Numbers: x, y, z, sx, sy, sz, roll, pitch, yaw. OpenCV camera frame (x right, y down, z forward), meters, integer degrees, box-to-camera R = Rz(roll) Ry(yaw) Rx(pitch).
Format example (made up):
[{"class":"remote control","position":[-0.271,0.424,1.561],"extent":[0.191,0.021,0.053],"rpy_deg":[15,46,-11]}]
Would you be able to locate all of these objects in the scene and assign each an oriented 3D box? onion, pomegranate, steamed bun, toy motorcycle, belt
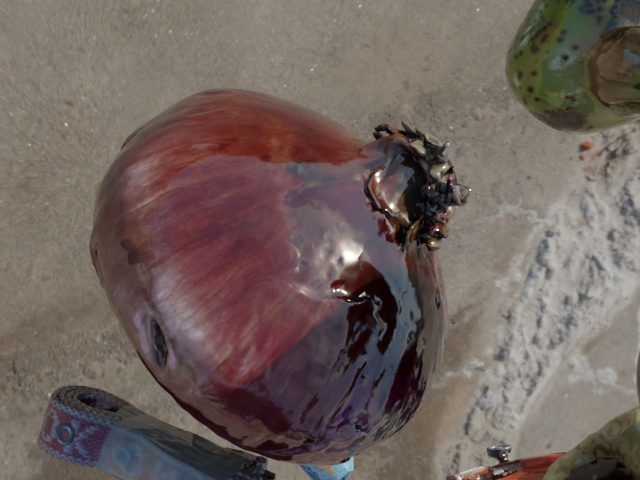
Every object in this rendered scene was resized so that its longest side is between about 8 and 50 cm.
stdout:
[{"class":"onion","position":[0.000,0.000,0.445],"extent":[0.285,0.347,0.347],"rpy_deg":[-35,114,28]},{"class":"pomegranate","position":[0.371,-0.218,0.650],"extent":[0.222,0.276,0.204],"rpy_deg":[-35,137,21]},{"class":"steamed bun","position":[0.278,0.255,0.470],"extent":[0.155,0.140,0.172],"rpy_deg":[-25,126,12]},{"class":"toy motorcycle","position":[0.297,0.333,0.695],"extent":[0.298,0.171,0.089],"rpy_deg":[-7,81,-5]},{"class":"belt","position":[-0.127,0.180,0.422],"extent":[0.232,0.071,0.053],"rpy_deg":[18,90,18]}]

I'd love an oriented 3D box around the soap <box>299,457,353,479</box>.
[{"class":"soap","position":[-0.028,0.321,0.956],"extent":[0.077,0.156,0.293],"rpy_deg":[-31,110,17]}]

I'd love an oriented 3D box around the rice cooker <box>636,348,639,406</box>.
[{"class":"rice cooker","position":[0.306,0.069,0.246],"extent":[0.267,0.267,0.224],"rpy_deg":[-23,134,-19]}]
